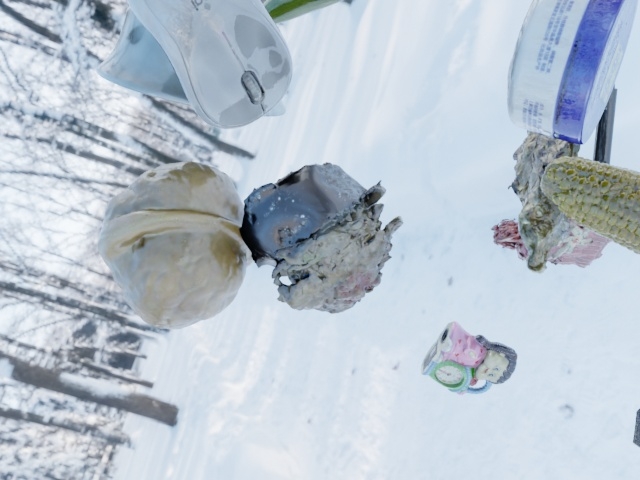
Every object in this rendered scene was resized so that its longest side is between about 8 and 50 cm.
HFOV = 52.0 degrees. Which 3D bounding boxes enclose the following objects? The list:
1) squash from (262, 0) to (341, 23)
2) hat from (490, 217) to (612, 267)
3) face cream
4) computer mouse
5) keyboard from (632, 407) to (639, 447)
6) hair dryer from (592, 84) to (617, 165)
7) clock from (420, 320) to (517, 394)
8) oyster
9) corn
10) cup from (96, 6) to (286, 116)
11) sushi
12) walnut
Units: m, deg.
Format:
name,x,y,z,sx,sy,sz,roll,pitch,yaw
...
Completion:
name,x,y,z,sx,sy,sz,roll,pitch,yaw
squash,-0.037,-0.506,1.373,0.251,0.066,0.066,-15,39,17
hat,0.545,0.001,1.542,0.237,0.286,0.107,96,179,-56
face cream,0.319,-0.235,0.842,0.206,0.111,0.206,-43,-34,-40
computer mouse,-0.155,-0.311,0.977,0.184,0.297,0.121,-34,21,-12
keyboard,0.525,0.313,0.856,0.250,0.017,0.087,35,147,47
hair dryer,0.542,-0.194,1.248,0.128,0.069,0.256,-82,-10,-71
clock,0.373,0.306,1.643,0.100,0.195,0.194,-70,3,-52
oyster,0.405,-0.128,1.187,0.396,0.110,0.204,-69,-16,-53
corn,0.474,-0.036,0.941,0.119,0.321,0.119,-44,-28,-31
cup,-0.216,-0.347,1.186,0.347,0.346,0.163,-108,30,-70
sushi,0.003,0.004,1.092,0.219,0.224,0.238,59,136,19
walnut,-0.251,0.004,1.174,0.285,0.284,0.297,135,137,-62
